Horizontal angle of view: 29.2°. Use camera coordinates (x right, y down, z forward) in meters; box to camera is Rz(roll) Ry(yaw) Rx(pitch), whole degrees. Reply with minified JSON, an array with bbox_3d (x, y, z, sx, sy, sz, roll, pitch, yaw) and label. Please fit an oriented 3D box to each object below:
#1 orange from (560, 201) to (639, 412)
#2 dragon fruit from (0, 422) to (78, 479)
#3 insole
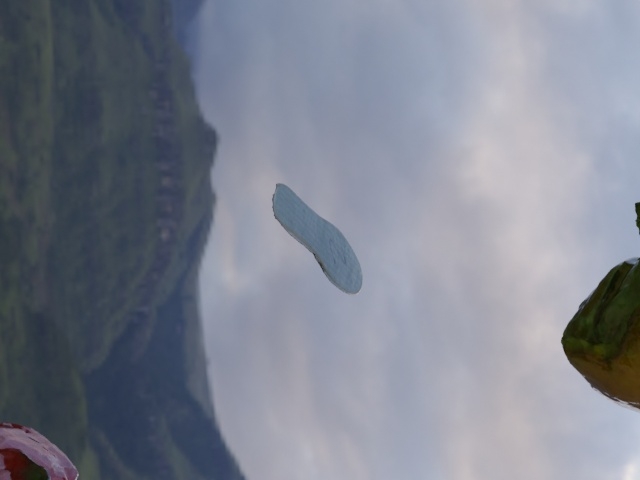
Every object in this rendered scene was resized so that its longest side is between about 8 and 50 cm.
[{"bbox_3d":[0.266,0.013,0.818,0.158,0.179,0.237,25,-82,35],"label":"orange"},{"bbox_3d":[-0.156,0.148,0.534,0.130,0.121,0.142,50,-59,53],"label":"dragon fruit"},{"bbox_3d":[0.000,0.000,1.299,0.188,0.004,0.064,45,45,-45],"label":"insole"}]
